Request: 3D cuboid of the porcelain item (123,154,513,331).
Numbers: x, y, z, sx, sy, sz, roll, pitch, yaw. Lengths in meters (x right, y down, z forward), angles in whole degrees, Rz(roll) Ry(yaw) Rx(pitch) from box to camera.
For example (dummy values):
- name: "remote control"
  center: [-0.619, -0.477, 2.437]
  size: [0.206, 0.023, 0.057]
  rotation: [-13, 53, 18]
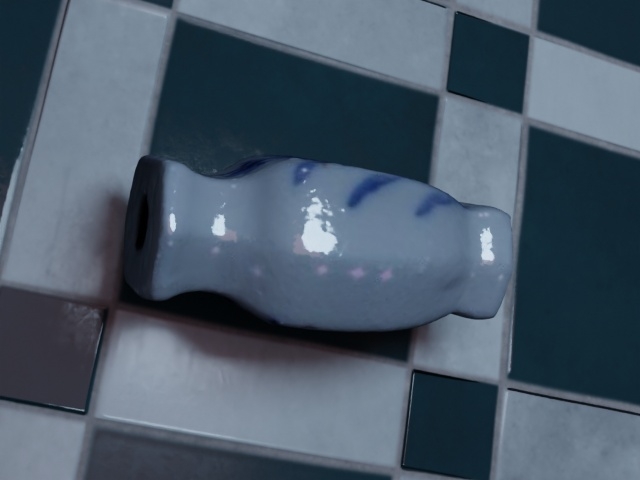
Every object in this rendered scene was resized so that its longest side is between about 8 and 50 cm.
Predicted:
- name: "porcelain item"
  center: [0.000, 0.000, 1.067]
  size: [0.404, 0.242, 0.179]
  rotation: [5, 95, -22]
